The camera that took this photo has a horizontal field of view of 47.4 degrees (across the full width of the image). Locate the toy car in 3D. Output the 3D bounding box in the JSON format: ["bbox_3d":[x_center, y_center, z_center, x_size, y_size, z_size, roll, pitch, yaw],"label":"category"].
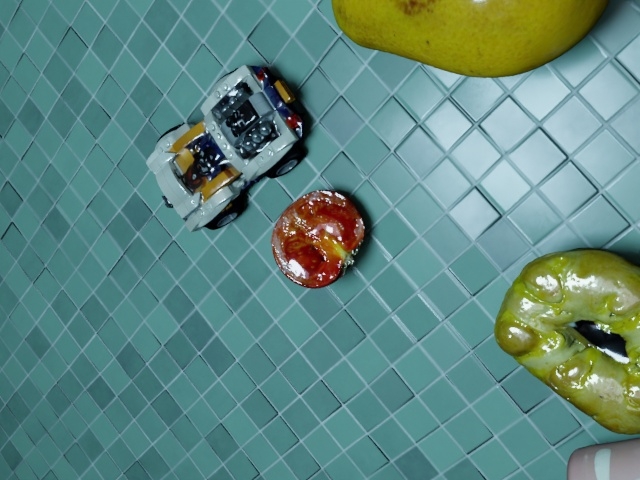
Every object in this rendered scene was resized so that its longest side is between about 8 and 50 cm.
[{"bbox_3d":[-0.158,-0.158,1.212,0.301,0.118,0.193,-37,80,28],"label":"toy car"}]

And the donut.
[{"bbox_3d":[0.378,0.120,0.974,0.261,0.128,0.209,39,115,16],"label":"donut"}]

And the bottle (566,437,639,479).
[{"bbox_3d":[0.482,0.315,0.938,0.296,0.173,0.207,-21,79,31],"label":"bottle"}]

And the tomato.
[{"bbox_3d":[0.000,0.000,1.177,0.139,0.091,0.159,32,88,8],"label":"tomato"}]

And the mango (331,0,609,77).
[{"bbox_3d":[0.177,-0.341,0.932,0.377,0.221,0.264,7,108,36],"label":"mango"}]
